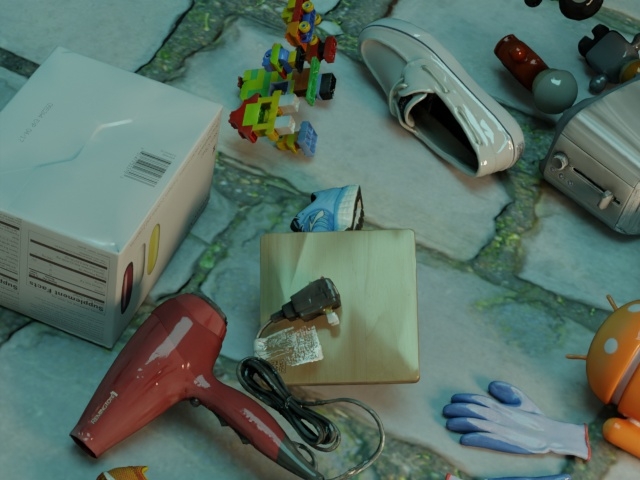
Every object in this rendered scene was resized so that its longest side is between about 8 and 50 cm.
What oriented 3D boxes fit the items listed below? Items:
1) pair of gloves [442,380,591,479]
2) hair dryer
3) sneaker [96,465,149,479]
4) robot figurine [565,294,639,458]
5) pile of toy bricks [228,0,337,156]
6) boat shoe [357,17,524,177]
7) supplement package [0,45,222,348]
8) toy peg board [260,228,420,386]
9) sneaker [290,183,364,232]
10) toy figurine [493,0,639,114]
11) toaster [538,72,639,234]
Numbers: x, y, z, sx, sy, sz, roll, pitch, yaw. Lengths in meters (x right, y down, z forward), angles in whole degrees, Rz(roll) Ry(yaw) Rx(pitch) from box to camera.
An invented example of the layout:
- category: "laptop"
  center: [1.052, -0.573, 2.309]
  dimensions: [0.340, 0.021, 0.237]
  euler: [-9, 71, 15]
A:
- category: "pair of gloves"
  center: [0.199, 0.223, 1.566]
  dimensions: [0.159, 0.023, 0.198]
  euler: [11, 45, -2]
- category: "hair dryer"
  center: [-0.100, 0.142, 1.490]
  dimensions: [0.294, 0.080, 0.223]
  euler: [-14, 52, 1]
- category: "sneaker"
  center: [-0.143, 0.270, 1.409]
  dimensions: [0.067, 0.064, 0.175]
  euler: [-9, 51, -35]
- category: "robot figurine"
  center: [0.369, 0.146, 1.609]
  dimensions: [0.219, 0.158, 0.128]
  euler: [32, 25, 17]
- category: "pile of toy bricks"
  center: [-0.055, -0.188, 1.875]
  dimensions: [0.105, 0.118, 0.212]
  euler: [-4, 57, 22]
- category: "boat shoe"
  center: [0.128, -0.172, 1.897]
  dimensions: [0.088, 0.096, 0.267]
  euler: [-26, 65, -39]
- category: "supplement package"
  center: [-0.250, -0.051, 1.642]
  dimensions: [0.204, 0.145, 0.262]
  euler: [21, 45, 8]
- category: "toy peg board"
  center: [0.021, 0.078, 1.613]
  dimensions: [0.161, 0.079, 0.161]
  euler: [-2, 71, 4]
- category: "sneaker"
  center: [0.000, 0.000, 1.727]
  dimensions: [0.073, 0.063, 0.162]
  euler: [2, 39, 15]
- category: "toy figurine"
  center: [0.343, -0.273, 1.960]
  dimensions: [0.210, 0.213, 0.148]
  euler: [-6, 35, -25]
- category: "toaster"
  center: [0.385, -0.105, 1.866]
  dimensions: [0.227, 0.129, 0.146]
  euler: [-26, 60, -35]
